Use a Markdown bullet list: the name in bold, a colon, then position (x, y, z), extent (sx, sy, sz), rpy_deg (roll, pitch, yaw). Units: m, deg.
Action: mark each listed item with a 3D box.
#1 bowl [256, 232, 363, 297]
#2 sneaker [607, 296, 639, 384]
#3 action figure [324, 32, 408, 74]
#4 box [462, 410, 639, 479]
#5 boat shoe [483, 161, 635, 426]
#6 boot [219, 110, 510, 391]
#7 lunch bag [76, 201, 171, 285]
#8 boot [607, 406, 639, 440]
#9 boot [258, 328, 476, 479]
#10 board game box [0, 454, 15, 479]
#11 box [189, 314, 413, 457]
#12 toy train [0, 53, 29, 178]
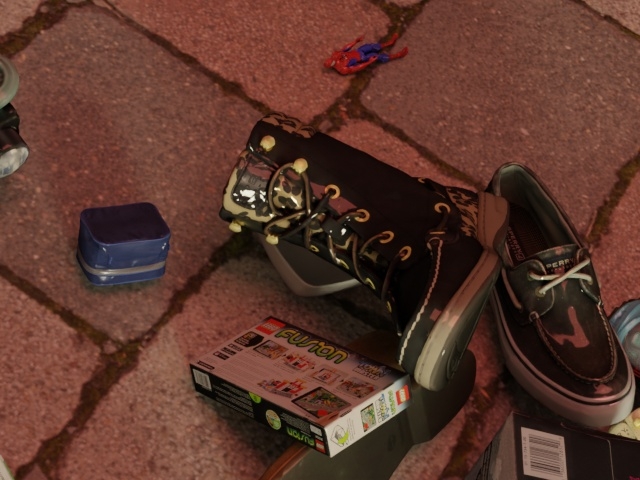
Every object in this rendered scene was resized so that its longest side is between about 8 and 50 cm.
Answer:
- **bowl**: position (0.000, 0.000, 2.067), extent (0.142, 0.053, 0.142), rpy_deg (-14, 61, -31)
- **sneaker**: position (0.440, 0.114, 2.114), extent (0.262, 0.104, 0.125), rpy_deg (-17, 44, -21)
- **action figure**: position (0.051, -0.223, 2.284), extent (0.115, 0.030, 0.038), rpy_deg (-20, 68, -31)
- **box**: position (0.229, 0.314, 1.827), extent (0.163, 0.142, 0.247), rpy_deg (14, 46, -13)
- **boat shoe**: position (0.239, 0.050, 2.048), extent (0.121, 0.119, 0.335), rpy_deg (-13, 47, -17)
- **boot**: position (0.037, -0.001, 1.908), extent (0.284, 0.138, 0.377), rpy_deg (24, 26, 1)
- **lunch bag**: position (-0.202, 0.006, 1.972), extent (0.098, 0.065, 0.067), rpy_deg (-6, 40, -25)
- **boot**: position (0.356, 0.275, 1.960), extent (0.262, 0.095, 0.203), rpy_deg (-23, 66, -42)
- **boot**: position (0.021, 0.190, 1.915), extent (0.115, 0.112, 0.305), rpy_deg (23, 44, 35)
- **board game box**: position (-0.366, 0.314, 1.578), extent (0.316, 0.064, 0.242), rpy_deg (-35, 105, -39)
- **box**: position (-0.021, 0.140, 1.878), extent (0.114, 0.036, 0.207), rpy_deg (-29, 33, -33)
- **toy train**: position (-0.447, -0.174, 1.974), extent (0.190, 0.142, 0.334), rpy_deg (-30, 69, -27)
